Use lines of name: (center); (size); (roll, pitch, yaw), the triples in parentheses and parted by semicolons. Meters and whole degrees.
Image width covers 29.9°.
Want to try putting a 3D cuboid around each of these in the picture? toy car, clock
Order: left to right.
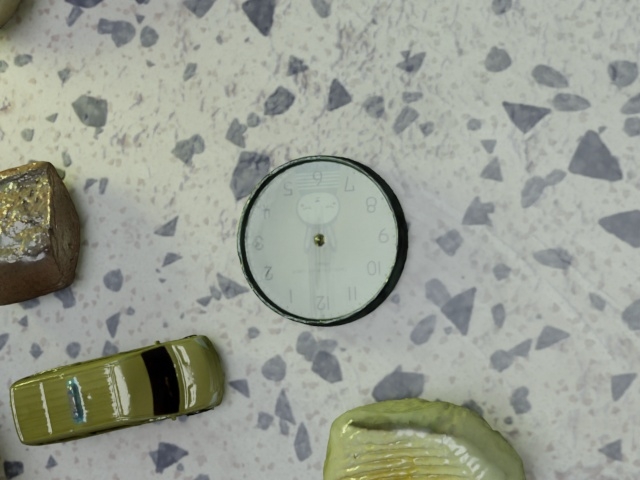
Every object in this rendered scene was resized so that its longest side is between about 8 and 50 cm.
toy car: (-0.255, 0.190, 1.501); (0.256, 0.124, 0.101); (-15, 85, 16)
clock: (0.000, 0.000, 1.479); (0.214, 0.042, 0.215); (-1, 88, 16)

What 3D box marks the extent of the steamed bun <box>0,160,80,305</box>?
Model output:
steamed bun: (-0.389, -0.011, 1.558); (0.144, 0.106, 0.175); (-13, 82, 15)

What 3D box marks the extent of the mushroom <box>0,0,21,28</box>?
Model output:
mushroom: (-0.488, -0.357, 1.554); (0.204, 0.204, 0.204); (-1, 87, 16)

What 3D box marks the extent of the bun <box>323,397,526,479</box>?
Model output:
bun: (0.125, 0.274, 1.377); (0.243, 0.153, 0.244); (8, 109, 24)
